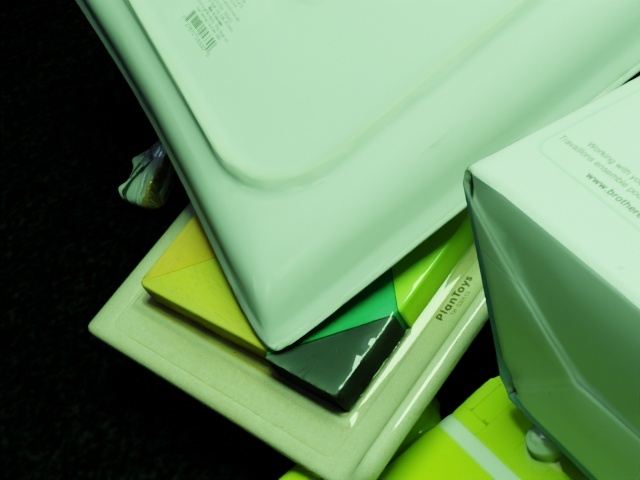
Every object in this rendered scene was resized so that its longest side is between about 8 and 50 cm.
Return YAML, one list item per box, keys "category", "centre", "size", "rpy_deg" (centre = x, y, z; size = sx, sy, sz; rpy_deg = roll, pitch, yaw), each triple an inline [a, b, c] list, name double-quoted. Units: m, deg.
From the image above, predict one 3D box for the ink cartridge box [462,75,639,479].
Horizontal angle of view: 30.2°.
- category: "ink cartridge box"
  centre: [0.301, -0.001, 0.483]
  size: [0.395, 0.151, 0.270]
  rpy_deg: [-29, 44, -13]

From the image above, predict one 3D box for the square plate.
- category: "square plate"
  centre: [0.022, -0.175, 0.642]
  size: [0.344, 0.049, 0.347]
  rpy_deg: [-39, 58, 11]

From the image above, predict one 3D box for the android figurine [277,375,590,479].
- category: "android figurine"
  centre: [0.084, 0.161, 0.546]
  size: [0.273, 0.056, 0.248]
  rpy_deg: [-39, 45, -7]

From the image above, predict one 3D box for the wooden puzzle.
- category: "wooden puzzle"
  centre: [0.000, 0.000, 0.657]
  size: [0.239, 0.044, 0.221]
  rpy_deg: [22, 68, 42]

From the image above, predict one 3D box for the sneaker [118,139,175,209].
- category: "sneaker"
  centre: [-0.118, -0.061, 0.859]
  size: [0.037, 0.032, 0.083]
  rpy_deg: [8, 55, 32]
